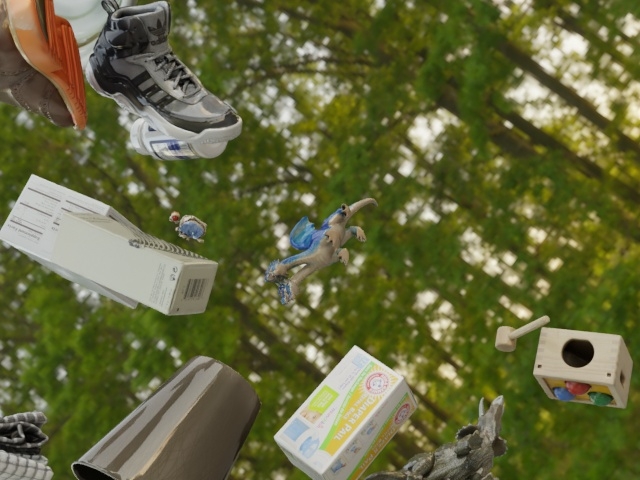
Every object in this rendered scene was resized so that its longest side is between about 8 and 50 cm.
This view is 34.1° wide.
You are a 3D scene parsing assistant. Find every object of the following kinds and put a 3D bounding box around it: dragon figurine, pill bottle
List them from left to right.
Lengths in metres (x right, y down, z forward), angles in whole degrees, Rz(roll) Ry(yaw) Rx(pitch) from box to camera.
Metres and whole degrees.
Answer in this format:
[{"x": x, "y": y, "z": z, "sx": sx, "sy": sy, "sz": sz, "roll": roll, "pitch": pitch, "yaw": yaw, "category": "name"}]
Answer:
[{"x": -0.254, "y": -0.190, "z": 1.854, "sx": 0.094, "sy": 0.169, "sz": 0.094, "roll": -1, "pitch": -89, "yaw": -53, "category": "pill bottle"}, {"x": 0.000, "y": 0.000, "z": 1.942, "sx": 0.144, "sy": 0.085, "sz": 0.289, "roll": -18, "pitch": 27, "yaw": 37, "category": "dragon figurine"}]

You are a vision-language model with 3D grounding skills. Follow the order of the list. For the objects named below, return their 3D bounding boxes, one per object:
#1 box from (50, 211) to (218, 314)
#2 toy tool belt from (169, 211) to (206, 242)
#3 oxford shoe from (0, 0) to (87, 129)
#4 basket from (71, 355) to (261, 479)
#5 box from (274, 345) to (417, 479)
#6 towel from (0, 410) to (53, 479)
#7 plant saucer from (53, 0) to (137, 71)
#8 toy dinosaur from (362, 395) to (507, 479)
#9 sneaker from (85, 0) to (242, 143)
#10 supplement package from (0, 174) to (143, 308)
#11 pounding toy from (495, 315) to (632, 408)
[{"x": -0.320, "y": 0.037, "z": 1.786, "sx": 0.113, "sy": 0.275, "sz": 0.094, "roll": 2, "pitch": -72, "yaw": -63, "category": "box"}, {"x": -0.289, "y": -0.028, "z": 2.273, "sx": 0.052, "sy": 0.083, "sz": 0.051, "roll": -47, "pitch": 29, "yaw": 34, "category": "toy tool belt"}, {"x": -0.394, "y": -0.235, "z": 1.383, "sx": 0.133, "sy": 0.130, "sz": 0.363, "roll": -11, "pitch": -15, "yaw": -3, "category": "oxford shoe"}, {"x": -0.198, "y": 0.285, "z": 1.466, "sx": 0.227, "sy": 0.204, "sz": 0.154, "roll": -54, "pitch": -4, "yaw": -32, "category": "basket"}, {"x": 0.044, "y": 0.289, "z": 1.671, "sx": 0.203, "sy": 0.114, "sz": 0.103, "roll": -48, "pitch": -37, "yaw": -17, "category": "box"}, {"x": -0.599, "y": 0.356, "z": 1.706, "sx": 0.235, "sy": 0.121, "sz": 0.284, "roll": 22, "pitch": -41, "yaw": -33, "category": "towel"}, {"x": -0.410, "y": -0.464, "z": 1.642, "sx": 0.100, "sy": 0.400, "sz": 0.400, "roll": -28, "pitch": -28, "yaw": -53, "category": "plant saucer"}, {"x": 0.209, "y": 0.385, "z": 1.761, "sx": 0.314, "sy": 0.121, "sz": 0.160, "roll": -30, "pitch": -6, "yaw": -6, "category": "toy dinosaur"}, {"x": -0.223, "y": -0.249, "z": 1.497, "sx": 0.101, "sy": 0.269, "sz": 0.153, "roll": -41, "pitch": -27, "yaw": -47, "category": "sneaker"}, {"x": -0.478, "y": 0.007, "z": 2.117, "sx": 0.145, "sy": 0.204, "sz": 0.262, "roll": -64, "pitch": -23, "yaw": -12, "category": "supplement package"}, {"x": 0.376, "y": 0.196, "z": 1.670, "sx": 0.181, "sy": 0.206, "sz": 0.094, "roll": 48, "pitch": -128, "yaw": -55, "category": "pounding toy"}]
